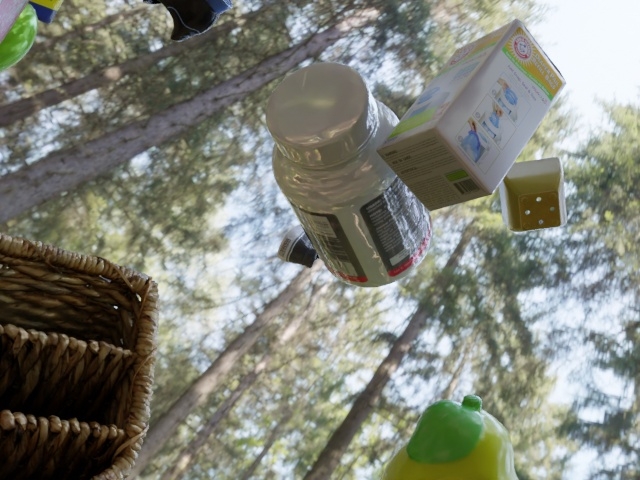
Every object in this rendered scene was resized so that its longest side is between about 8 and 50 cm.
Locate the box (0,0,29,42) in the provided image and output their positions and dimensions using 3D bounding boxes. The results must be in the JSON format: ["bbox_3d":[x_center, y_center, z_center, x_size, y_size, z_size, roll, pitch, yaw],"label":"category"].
[{"bbox_3d":[-0.143,-0.219,0.358,0.128,0.256,0.123,31,-12,-14],"label":"box"}]

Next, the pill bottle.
[{"bbox_3d":[0.039,-0.082,1.101,0.176,0.176,0.318,6,-28,22],"label":"pill bottle"}]

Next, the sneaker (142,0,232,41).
[{"bbox_3d":[-0.209,-0.359,1.030,0.090,0.081,0.232,-34,-90,12],"label":"sneaker"}]

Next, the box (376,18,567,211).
[{"bbox_3d":[0.179,-0.146,0.969,0.103,0.203,0.114,47,-27,-17],"label":"box"}]

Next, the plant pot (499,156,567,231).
[{"bbox_3d":[0.270,-0.050,1.041,0.081,0.083,0.081,-7,-68,10],"label":"plant pot"}]

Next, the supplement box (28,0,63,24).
[{"bbox_3d":[-0.413,-0.521,1.148,0.195,0.194,0.356,42,-74,23],"label":"supplement box"}]

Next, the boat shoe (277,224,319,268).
[{"bbox_3d":[0.000,0.000,1.447,0.076,0.228,0.080,27,-74,11],"label":"boat shoe"}]

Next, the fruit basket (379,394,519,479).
[{"bbox_3d":[0.148,0.382,0.959,0.392,0.283,0.392,2,-49,3],"label":"fruit basket"}]

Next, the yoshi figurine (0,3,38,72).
[{"bbox_3d":[-0.340,-0.067,0.477,0.203,0.362,0.203,37,-37,15],"label":"yoshi figurine"}]

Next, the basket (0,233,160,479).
[{"bbox_3d":[-0.297,0.134,0.703,0.299,0.213,0.223,21,-63,-34],"label":"basket"}]
